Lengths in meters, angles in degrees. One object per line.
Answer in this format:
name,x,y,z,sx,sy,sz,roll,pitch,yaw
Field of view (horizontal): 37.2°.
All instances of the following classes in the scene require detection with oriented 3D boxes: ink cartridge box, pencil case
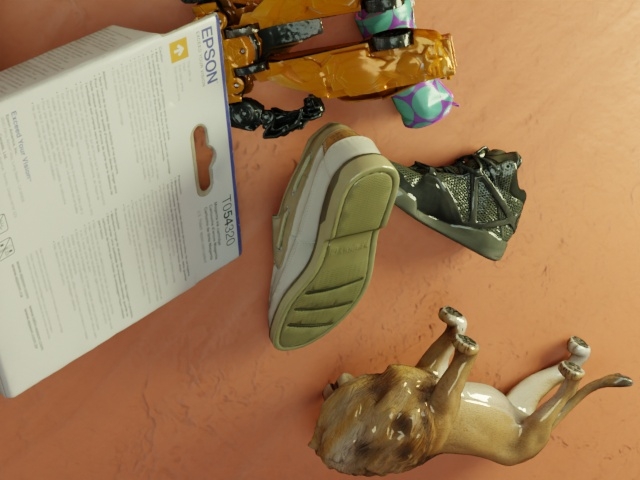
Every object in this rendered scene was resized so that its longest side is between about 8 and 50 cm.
ink cartridge box,-0.234,-0.045,0.993,0.330,0.071,0.324,-34,137,-35
pencil case,0.099,-0.208,1.099,0.070,0.064,0.152,-25,110,5

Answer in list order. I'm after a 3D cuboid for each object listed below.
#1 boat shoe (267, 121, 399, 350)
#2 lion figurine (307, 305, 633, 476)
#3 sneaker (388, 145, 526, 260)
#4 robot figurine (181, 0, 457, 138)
boat shoe,0.000,0.000,1.114,0.113,0.103,0.302,-5,135,-35
lion figurine,0.195,0.222,1.215,0.392,0.142,0.240,17,111,-19
sneaker,0.153,-0.075,1.141,0.227,0.087,0.130,25,99,-20
robot figurine,-0.008,-0.224,1.027,0.291,0.085,0.211,-7,113,15
